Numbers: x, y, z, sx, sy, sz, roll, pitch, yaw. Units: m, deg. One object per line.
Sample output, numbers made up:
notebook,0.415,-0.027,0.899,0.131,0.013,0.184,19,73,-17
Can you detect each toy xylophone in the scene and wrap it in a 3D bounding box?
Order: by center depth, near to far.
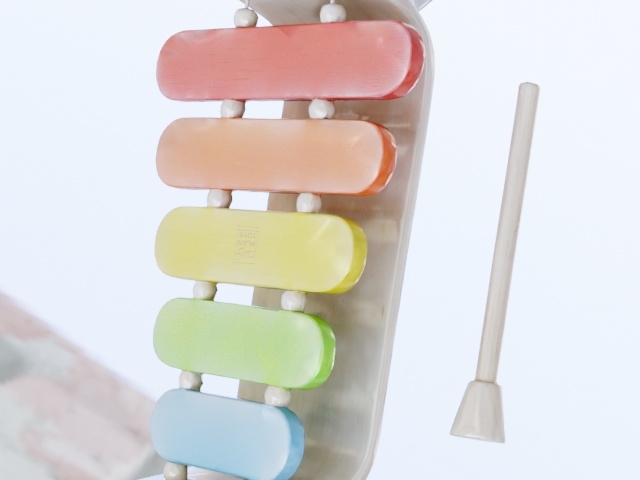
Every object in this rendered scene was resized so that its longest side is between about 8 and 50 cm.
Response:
toy xylophone,0.000,0.000,1.017,0.081,0.323,0.236,12,167,-43

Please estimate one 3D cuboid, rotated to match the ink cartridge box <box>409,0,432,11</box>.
ink cartridge box,0.023,-0.216,1.440,0.122,0.088,0.052,0,-149,38
